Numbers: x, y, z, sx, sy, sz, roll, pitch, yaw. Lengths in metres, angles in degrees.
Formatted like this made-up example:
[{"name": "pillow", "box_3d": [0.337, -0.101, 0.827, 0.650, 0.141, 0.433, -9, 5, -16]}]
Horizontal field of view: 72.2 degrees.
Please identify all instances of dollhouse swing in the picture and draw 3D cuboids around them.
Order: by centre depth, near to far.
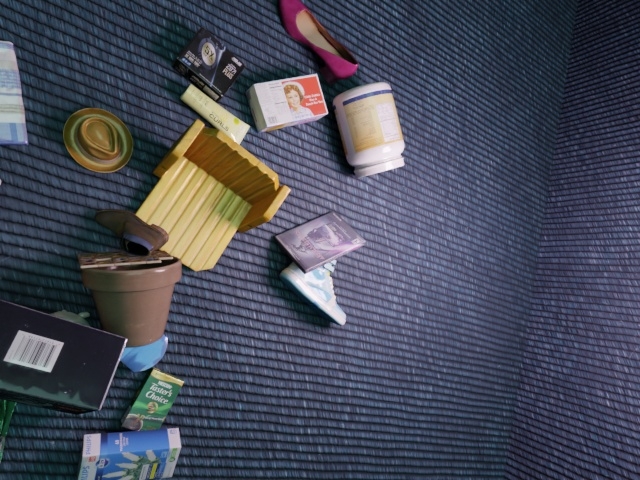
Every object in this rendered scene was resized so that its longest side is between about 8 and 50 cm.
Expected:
[{"name": "dollhouse swing", "box_3d": [-0.351, -0.105, 1.339, 0.347, 0.315, 0.305, 37, 61, -24]}]

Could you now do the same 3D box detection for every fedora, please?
[{"name": "fedora", "box_3d": [-0.642, -0.297, 1.279, 0.194, 0.079, 0.194, 0, 89, -30]}]

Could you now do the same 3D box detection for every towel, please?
[{"name": "towel", "box_3d": [-0.909, -0.391, 1.155, 0.209, 0.034, 0.285, -9, 95, -32]}]

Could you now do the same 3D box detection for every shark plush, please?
[{"name": "shark plush", "box_3d": [-0.726, 0.238, 1.234, 0.161, 0.073, 0.067, 17, 110, -33]}]

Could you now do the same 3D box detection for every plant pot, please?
[{"name": "plant pot", "box_3d": [-0.528, 0.169, 1.246, 0.263, 0.263, 0.229, -3, 101, -30]}]

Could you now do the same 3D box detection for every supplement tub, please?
[{"name": "supplement tub", "box_3d": [0.189, -0.414, 1.674, 0.228, 0.228, 0.316, -19, 99, -29]}]

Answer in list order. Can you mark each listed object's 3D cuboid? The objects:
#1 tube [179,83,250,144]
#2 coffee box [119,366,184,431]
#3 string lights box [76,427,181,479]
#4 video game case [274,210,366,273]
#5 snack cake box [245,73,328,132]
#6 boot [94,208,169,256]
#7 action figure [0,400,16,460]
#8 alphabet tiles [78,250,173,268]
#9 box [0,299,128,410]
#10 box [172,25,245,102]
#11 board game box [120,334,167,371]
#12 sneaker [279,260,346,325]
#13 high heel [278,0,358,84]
[{"name": "tube", "box_3d": [-0.349, -0.421, 1.465, 0.240, 0.062, 0.070, 36, 112, -29]}, {"name": "coffee box", "box_3d": [-0.516, 0.495, 1.351, 0.113, 0.040, 0.184, 35, 72, -25]}, {"name": "string lights box", "box_3d": [-0.555, 0.629, 1.279, 0.259, 0.077, 0.133, 8, 114, -29]}, {"name": "video game case", "box_3d": [0.000, 0.000, 1.595, 0.274, 0.196, 0.026, -24, 143, -29]}, {"name": "snack cake box", "box_3d": [-0.118, -0.495, 1.580, 0.264, 0.089, 0.152, -21, 97, -29]}, {"name": "boot", "box_3d": [-0.562, -0.024, 1.270, 0.219, 0.106, 0.082, 19, 116, -6]}, {"name": "action figure", "box_3d": [-0.872, 0.517, 1.139, 0.137, 0.063, 0.232, 6, 89, -33]}, {"name": "alphabet tiles", "box_3d": [-0.554, 0.048, 1.252, 0.237, 0.198, 0.009, -3, 99, -30]}, {"name": "box", "box_3d": [-0.706, 0.296, 1.073, 0.343, 0.312, 0.179, 26, 57, -26]}, {"name": "box", "box_3d": [-0.365, -0.574, 1.446, 0.180, 0.077, 0.147, 38, 70, -23]}, {"name": "board game box", "box_3d": [-0.557, 0.312, 1.337, 0.168, 0.033, 0.133, 45, 66, -11]}, {"name": "sneaker", "box_3d": [0.023, 0.156, 1.624, 0.319, 0.127, 0.208, 46, 69, -22]}, {"name": "high heel", "box_3d": [-0.001, -0.761, 1.600, 0.377, 0.181, 0.127, 49, 67, -20]}]
